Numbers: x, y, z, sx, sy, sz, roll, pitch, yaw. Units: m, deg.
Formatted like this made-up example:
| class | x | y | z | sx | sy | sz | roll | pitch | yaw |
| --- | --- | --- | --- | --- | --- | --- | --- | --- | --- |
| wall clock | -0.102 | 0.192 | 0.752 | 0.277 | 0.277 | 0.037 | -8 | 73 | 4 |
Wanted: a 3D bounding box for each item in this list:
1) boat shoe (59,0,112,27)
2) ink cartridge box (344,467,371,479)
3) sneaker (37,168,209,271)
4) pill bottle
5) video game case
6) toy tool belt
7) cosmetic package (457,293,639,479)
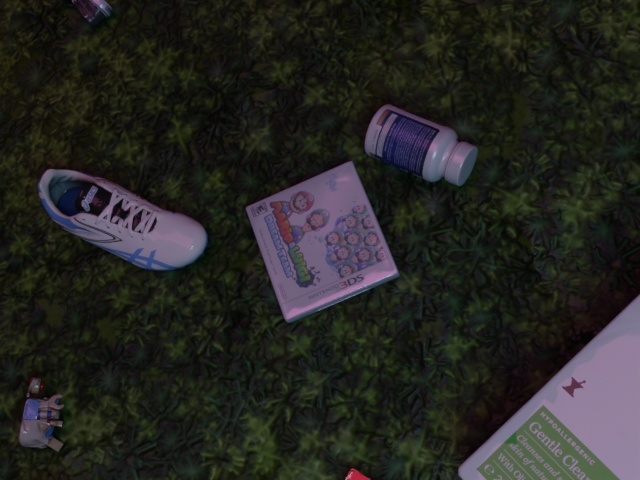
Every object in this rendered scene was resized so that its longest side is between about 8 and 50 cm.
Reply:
| class | x | y | z | sx | sy | sz | roll | pitch | yaw |
| --- | --- | --- | --- | --- | --- | --- | --- | --- | --- |
| boat shoe | -0.352 | -0.351 | 1.271 | 0.142 | 0.049 | 0.040 | 40 | 86 | 21 |
| ink cartridge box | 0.079 | 0.359 | 0.885 | 0.225 | 0.056 | 0.181 | 30 | 81 | 13 |
| sneaker | -0.248 | -0.027 | 1.108 | 0.237 | 0.086 | 0.085 | 19 | 76 | 19 |
| pill bottle | 0.117 | -0.108 | 1.045 | 0.120 | 0.067 | 0.067 | 26 | 80 | 22 |
| video game case | 0.000 | 0.000 | 1.066 | 0.143 | 0.019 | 0.157 | -24 | 66 | 6 |
| toy tool belt | -0.326 | 0.206 | 1.073 | 0.051 | 0.052 | 0.083 | 10 | 75 | -14 |
| cosmetic package | 0.331 | 0.167 | 0.843 | 0.365 | 0.155 | 0.197 | -45 | 64 | -2 |
